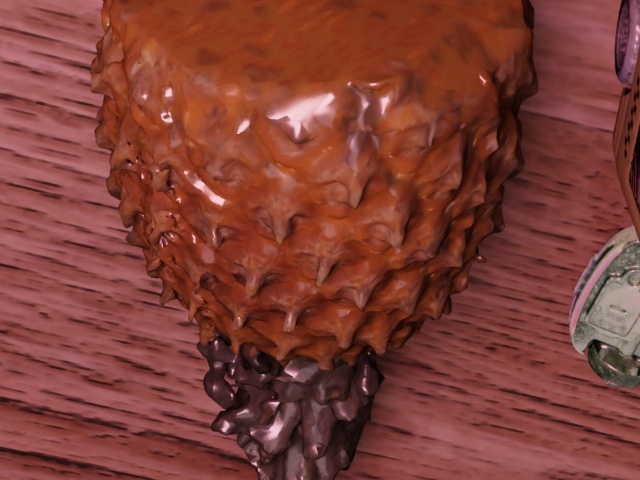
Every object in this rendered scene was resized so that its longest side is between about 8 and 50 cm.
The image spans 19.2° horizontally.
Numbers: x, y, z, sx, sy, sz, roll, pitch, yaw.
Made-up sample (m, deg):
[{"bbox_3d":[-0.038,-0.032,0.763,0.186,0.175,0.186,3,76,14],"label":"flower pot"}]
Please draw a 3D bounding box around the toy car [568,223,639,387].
[{"bbox_3d":[0.243,0.052,1.002,0.224,0.076,0.090,22,126,-4],"label":"toy car"}]

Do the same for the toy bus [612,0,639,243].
[{"bbox_3d":[0.214,-0.123,0.825,0.139,0.157,0.289,6,126,-2],"label":"toy bus"}]

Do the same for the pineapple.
[{"bbox_3d":[0.000,0.000,0.917,0.202,0.202,0.362,1,138,2],"label":"pineapple"}]
